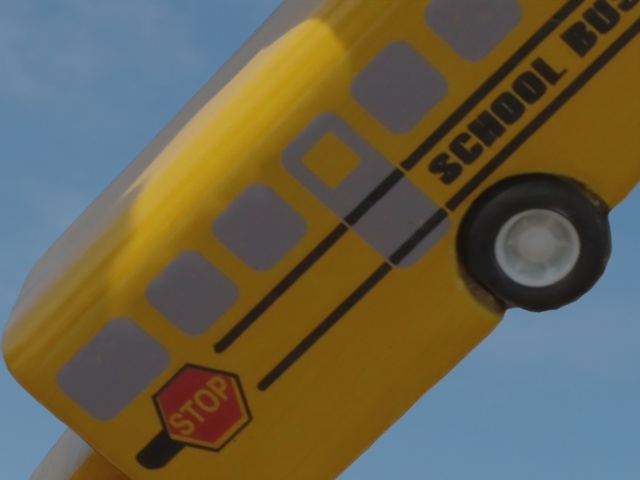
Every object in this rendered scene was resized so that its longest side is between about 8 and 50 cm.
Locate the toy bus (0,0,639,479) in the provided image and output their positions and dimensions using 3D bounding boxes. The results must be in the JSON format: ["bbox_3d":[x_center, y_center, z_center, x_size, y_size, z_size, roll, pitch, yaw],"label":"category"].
[{"bbox_3d":[0.000,0.000,0.704,0.130,0.108,0.333,41,-72,-14],"label":"toy bus"}]
